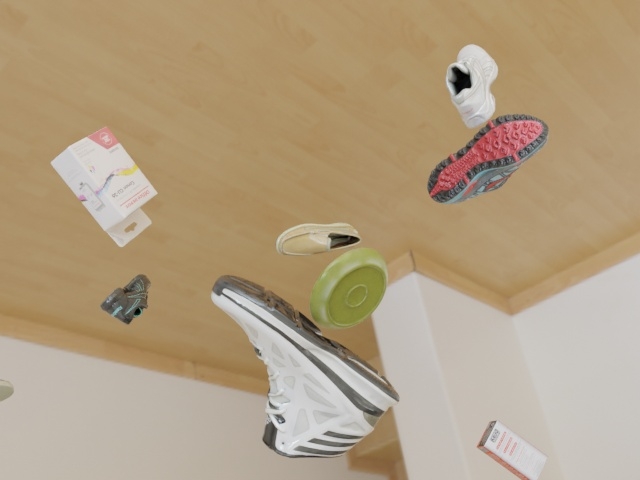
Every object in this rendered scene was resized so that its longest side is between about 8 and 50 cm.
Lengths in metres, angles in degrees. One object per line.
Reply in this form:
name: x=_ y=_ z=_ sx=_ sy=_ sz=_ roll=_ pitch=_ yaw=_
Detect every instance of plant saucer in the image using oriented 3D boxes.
plant saucer: x=0.083 y=0.133 z=1.650 sx=0.240 sy=0.037 sz=0.241 roll=-20 pitch=129 yaw=-26

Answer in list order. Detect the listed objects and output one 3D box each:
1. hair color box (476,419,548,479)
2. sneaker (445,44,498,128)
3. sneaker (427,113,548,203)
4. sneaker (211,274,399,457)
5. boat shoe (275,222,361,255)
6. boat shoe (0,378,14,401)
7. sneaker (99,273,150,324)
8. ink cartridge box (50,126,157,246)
hair color box: x=0.432 y=0.476 z=1.472 sx=0.141 sy=0.072 sz=0.043 roll=37 pitch=157 yaw=1
sneaker: x=0.317 y=-0.356 z=1.398 sx=0.090 sy=0.232 sz=0.115 roll=-26 pitch=132 yaw=33
sneaker: x=0.343 y=-0.161 z=1.319 sx=0.261 sy=0.104 sz=0.125 roll=-31 pitch=156 yaw=31
sneaker: x=-0.082 y=0.282 z=1.310 sx=0.447 sy=0.169 sz=0.258 roll=38 pitch=92 yaw=-9
boat shoe: x=0.000 y=0.000 z=1.395 sx=0.189 sy=0.072 sz=0.068 roll=-13 pitch=116 yaw=-25
boat shoe: x=-0.831 y=0.331 z=1.510 sx=0.227 sy=0.081 sz=0.079 roll=8 pitch=126 yaw=-41
sneaker: x=-0.587 y=0.188 z=2.035 sx=0.106 sy=0.267 sz=0.101 roll=43 pitch=106 yaw=-3
ink cartridge box: x=-0.388 y=-0.099 z=1.223 sx=0.067 sy=0.115 sz=0.198 roll=-27 pitch=106 yaw=33
